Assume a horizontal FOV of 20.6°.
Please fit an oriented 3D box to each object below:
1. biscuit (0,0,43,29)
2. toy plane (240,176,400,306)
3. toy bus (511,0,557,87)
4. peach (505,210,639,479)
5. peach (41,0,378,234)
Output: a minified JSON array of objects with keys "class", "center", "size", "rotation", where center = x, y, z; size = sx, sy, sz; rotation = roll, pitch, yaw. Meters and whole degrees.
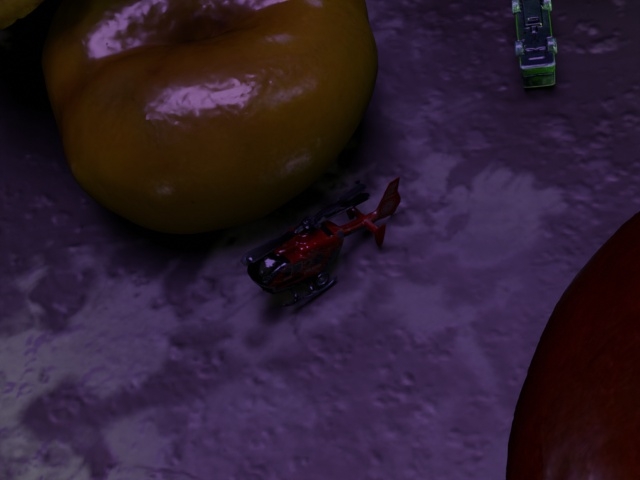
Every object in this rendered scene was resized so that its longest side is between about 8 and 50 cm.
[{"class":"biscuit","center":[-0.152,-0.249,1.329],"size":[0.318,0.040,0.318],"rotation":[-34,14,10]},{"class":"toy plane","center":[0.000,0.000,1.224],"size":[0.145,0.060,0.037],"rotation":[-26,51,-29]},{"class":"toy bus","center":[0.160,-0.153,1.320],"size":[0.031,0.037,0.083],"rotation":[-5,53,6]},{"class":"peach","center":[0.248,0.152,0.884],"size":[0.310,0.335,0.406],"rotation":[-45,30,25]},{"class":"peach","center":[-0.079,-0.122,1.276],"size":[0.251,0.153,0.251],"rotation":[-9,57,14]}]
